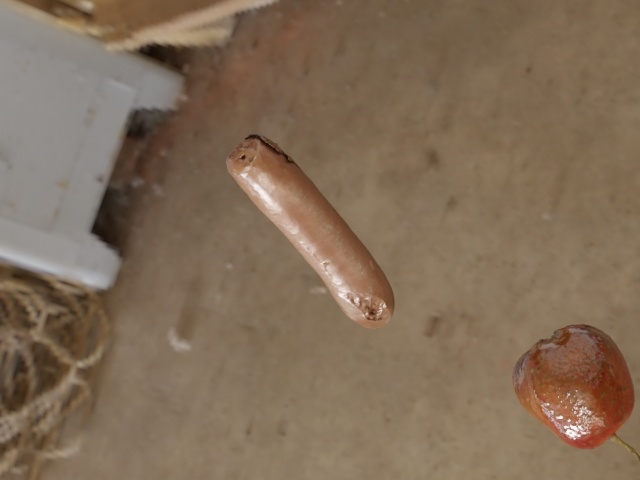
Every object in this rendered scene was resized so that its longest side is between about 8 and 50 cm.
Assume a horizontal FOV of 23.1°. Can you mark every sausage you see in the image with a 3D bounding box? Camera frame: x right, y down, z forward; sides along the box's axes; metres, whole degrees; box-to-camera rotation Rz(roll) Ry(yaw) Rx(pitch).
[{"bbox_3d":[0.000,0.000,1.056,0.043,0.186,0.043,-24,38,21],"label":"sausage"}]

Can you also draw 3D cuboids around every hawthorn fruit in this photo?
[{"bbox_3d":[0.352,0.213,2.070,0.163,0.163,0.203,-42,75,33],"label":"hawthorn fruit"}]
